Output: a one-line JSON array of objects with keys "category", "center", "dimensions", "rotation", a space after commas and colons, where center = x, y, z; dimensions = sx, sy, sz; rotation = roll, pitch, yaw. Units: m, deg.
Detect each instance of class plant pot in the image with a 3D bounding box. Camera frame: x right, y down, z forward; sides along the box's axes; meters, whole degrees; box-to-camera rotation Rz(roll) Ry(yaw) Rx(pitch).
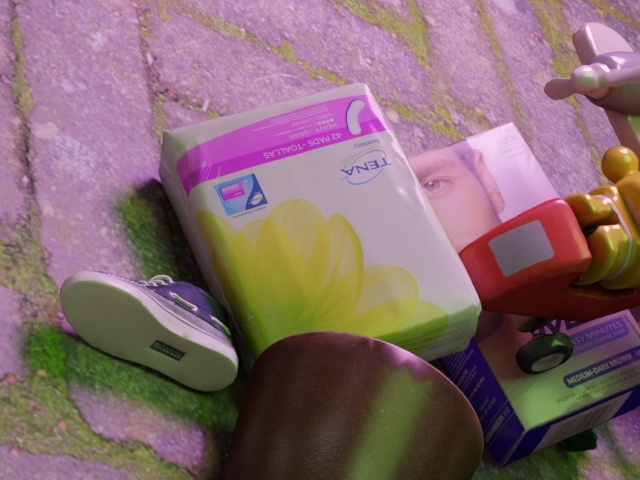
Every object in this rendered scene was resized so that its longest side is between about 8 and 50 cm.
[{"category": "plant pot", "center": [0.002, 0.231, 1.336], "dimensions": [0.215, 0.215, 0.230], "rotation": [38, 46, -14]}]

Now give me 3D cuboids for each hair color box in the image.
[{"category": "hair color box", "center": [0.203, 0.053, 1.765], "dimensions": [0.185, 0.110, 0.339], "rotation": [-20, 65, -22]}]

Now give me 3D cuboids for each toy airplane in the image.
[{"category": "toy airplane", "center": [0.371, -0.016, 1.623], "dimensions": [0.386, 0.272, 0.384], "rotation": [28, 57, 4]}]

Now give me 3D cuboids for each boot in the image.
[{"category": "boot", "center": [-0.156, 0.063, 1.447], "dimensions": [0.190, 0.069, 0.086], "rotation": [35, 26, -33]}]

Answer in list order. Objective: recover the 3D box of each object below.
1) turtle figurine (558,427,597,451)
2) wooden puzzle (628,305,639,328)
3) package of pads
[{"category": "turtle figurine", "center": [0.327, 0.140, 1.877], "dimensions": [0.175, 0.118, 0.234], "rotation": [36, 46, 16]}, {"category": "wooden puzzle", "center": [0.428, 0.039, 1.962], "dimensions": [0.080, 0.322, 0.348], "rotation": [1, 50, -13]}, {"category": "package of pads", "center": [0.000, 0.000, 1.570], "dimensions": [0.229, 0.101, 0.296], "rotation": [-16, 64, -19]}]
